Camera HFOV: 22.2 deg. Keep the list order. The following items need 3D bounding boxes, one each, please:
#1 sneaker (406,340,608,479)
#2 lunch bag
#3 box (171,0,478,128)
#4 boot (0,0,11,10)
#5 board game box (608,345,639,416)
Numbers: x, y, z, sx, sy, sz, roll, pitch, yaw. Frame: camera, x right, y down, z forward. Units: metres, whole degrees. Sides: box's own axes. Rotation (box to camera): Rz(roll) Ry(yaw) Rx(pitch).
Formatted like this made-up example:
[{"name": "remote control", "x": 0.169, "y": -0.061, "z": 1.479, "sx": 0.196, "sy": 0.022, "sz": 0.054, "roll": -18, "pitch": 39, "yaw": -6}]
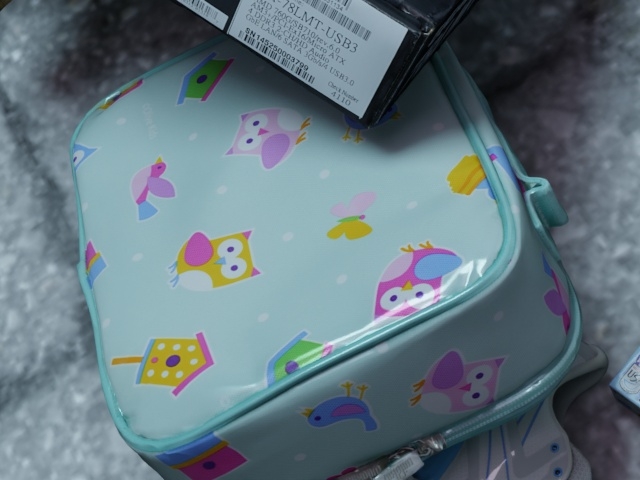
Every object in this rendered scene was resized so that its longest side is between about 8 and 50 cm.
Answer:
[{"name": "sneaker", "x": 0.084, "y": 0.121, "z": 0.783, "sx": 0.083, "sy": 0.071, "sz": 0.190, "roll": 19, "pitch": 76, "yaw": 18}, {"name": "lunch bag", "x": 0.000, "y": 0.000, "z": 0.798, "sx": 0.224, "sy": 0.108, "sz": 0.279, "roll": -25, "pitch": 42, "yaw": 6}, {"name": "box", "x": -0.026, "y": -0.224, "z": 0.817, "sx": 0.293, "sy": 0.073, "sz": 0.295, "roll": 35, "pitch": 43, "yaw": 3}, {"name": "boot", "x": -0.216, "y": -0.270, "z": 0.949, "sx": 0.295, "sy": 0.104, "sz": 0.211, "roll": 34, "pitch": 77, "yaw": 21}, {"name": "board game box", "x": 0.230, "y": 0.077, "z": 0.773, "sx": 0.154, "sy": 0.026, "sz": 0.103, "roll": 37, "pitch": 83, "yaw": 27}]
